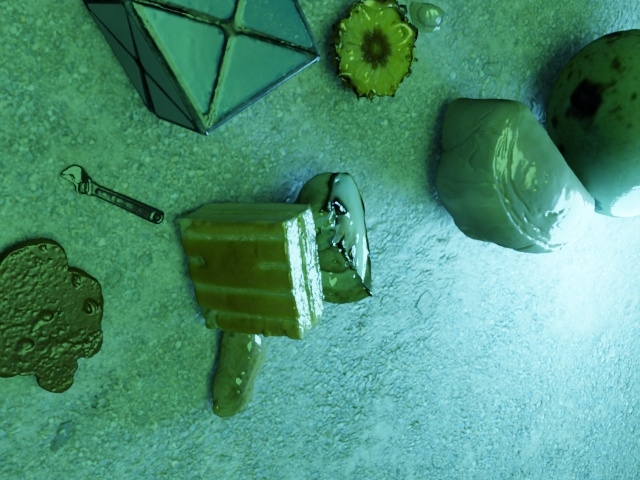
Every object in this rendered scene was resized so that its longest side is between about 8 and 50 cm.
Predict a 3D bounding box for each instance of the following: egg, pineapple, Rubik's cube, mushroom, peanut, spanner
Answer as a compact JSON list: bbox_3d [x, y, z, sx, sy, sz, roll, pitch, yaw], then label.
[{"bbox_3d":[0.676,-0.251,1.900,0.345,0.345,0.428,-13,121,-28],"label":"egg"},{"bbox_3d":[0.096,-0.375,1.670,0.224,0.076,0.225,-10,109,-31],"label":"pineapple"},{"bbox_3d":[-0.191,-0.350,1.396,0.259,0.255,0.260,-39,121,-15],"label":"Rubik's cube"},{"bbox_3d":[0.000,-0.008,1.671,0.267,0.164,0.190,59,28,-47],"label":"mushroom"},{"bbox_3d":[-0.163,0.253,1.699,0.099,0.099,0.214,12,97,-33],"label":"peanut"},{"bbox_3d":[-0.365,-0.079,1.521,0.208,0.012,0.046,26,89,-34],"label":"spanner"}]

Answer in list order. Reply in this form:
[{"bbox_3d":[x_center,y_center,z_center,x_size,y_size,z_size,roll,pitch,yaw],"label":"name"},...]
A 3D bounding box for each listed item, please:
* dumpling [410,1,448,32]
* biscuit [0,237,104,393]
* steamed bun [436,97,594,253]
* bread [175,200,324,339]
[{"bbox_3d":[0.219,-0.452,1.744,0.077,0.043,0.059,7,123,-36],"label":"dumpling"},{"bbox_3d":[-0.482,0.135,1.498,0.208,0.041,0.290,-15,113,-26],"label":"biscuit"},{"bbox_3d":[0.393,-0.113,1.828,0.383,0.247,0.236,42,79,-34],"label":"steamed bun"},{"bbox_3d":[-0.128,0.055,1.576,0.111,0.246,0.239,-37,125,-54],"label":"bread"}]
